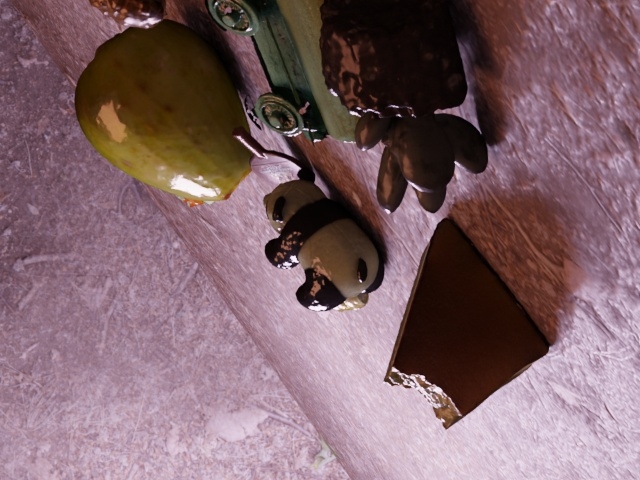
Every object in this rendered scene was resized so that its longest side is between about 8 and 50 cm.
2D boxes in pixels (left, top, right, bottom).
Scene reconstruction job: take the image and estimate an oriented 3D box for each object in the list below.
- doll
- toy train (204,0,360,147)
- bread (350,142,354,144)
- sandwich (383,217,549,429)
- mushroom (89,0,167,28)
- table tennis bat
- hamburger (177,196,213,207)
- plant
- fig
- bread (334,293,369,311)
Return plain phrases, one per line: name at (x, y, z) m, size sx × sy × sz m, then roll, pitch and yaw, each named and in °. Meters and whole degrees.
doll at (0.002, 0.001, 2.245) m, size 0.234 × 0.143 × 0.135 m, roll 51°, pitch 151°, yaw 26°
toy train at (-0.014, -0.225, 1.685) m, size 0.189 × 0.126 × 0.307 m, roll 19°, pitch 146°, yaw 36°
bread at (-0.019, -0.242, 1.904) m, size 0.251 × 0.039 × 0.182 m, roll 46°, pitch 164°, yaw 36°
sandwich at (0.153, 0.113, 1.847) m, size 0.220 × 0.186 × 0.108 m, roll 54°, pitch 165°, yaw 9°
mushroom at (-0.258, -0.461, 1.794) m, size 0.345 × 0.239 × 0.345 m, roll 42°, pitch 161°, yaw 18°
table tennis bat at (-0.064, -0.168, 2.323) m, size 0.107 × 0.119 × 0.170 m, roll -7°, pitch 143°, yaw 42°
hamburger at (-0.249, -0.209, 2.578) m, size 0.276 × 0.150 × 0.260 m, roll 52°, pitch -160°, yaw -17°
plant at (0.086, -0.147, 1.514) m, size 0.149 × 0.146 × 0.274 m, roll -96°, pitch -11°, yaw -46°
fig at (-0.245, -0.199, 2.354) m, size 0.326 × 0.258 × 0.258 m, roll 52°, pitch 168°, yaw -15°
bread at (0.026, 0.063, 2.357) m, size 0.157 × 0.094 × 0.083 m, roll 47°, pitch 172°, yaw 44°
